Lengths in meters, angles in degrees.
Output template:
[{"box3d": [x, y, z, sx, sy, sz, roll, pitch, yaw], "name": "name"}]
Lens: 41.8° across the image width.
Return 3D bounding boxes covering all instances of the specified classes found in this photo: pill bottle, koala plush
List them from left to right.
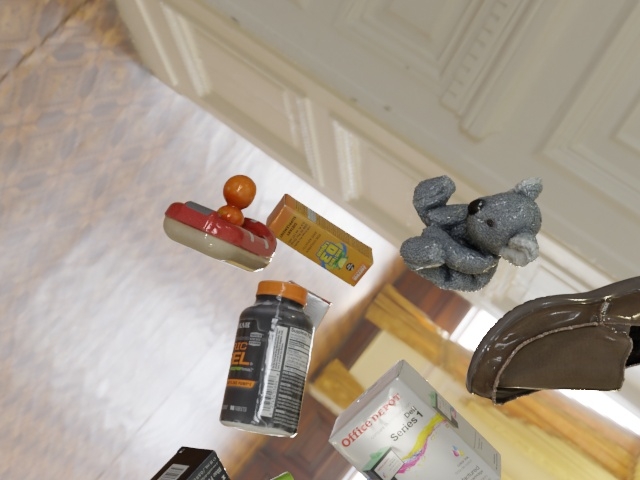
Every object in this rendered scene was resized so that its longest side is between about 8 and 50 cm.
[{"box3d": [-0.082, 0.192, 1.383, 0.130, 0.130, 0.246, 67, 31, -71], "name": "pill bottle"}, {"box3d": [0.289, -0.018, 1.446, 0.221, 0.203, 0.196, -26, -142, 42], "name": "koala plush"}]

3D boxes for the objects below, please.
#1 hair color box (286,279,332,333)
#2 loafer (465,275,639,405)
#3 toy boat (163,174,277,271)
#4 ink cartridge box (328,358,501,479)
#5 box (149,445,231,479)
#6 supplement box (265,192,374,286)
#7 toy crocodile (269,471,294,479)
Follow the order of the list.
[{"box3d": [-0.059, 0.168, 1.558, 0.167, 0.093, 0.053, -61, 174, 2], "name": "hair color box"}, {"box3d": [0.376, 0.148, 1.178, 0.366, 0.130, 0.134, -18, 131, -18], "name": "loafer"}, {"box3d": [-0.153, -0.040, 1.428, 0.151, 0.151, 0.231, -67, 158, -3], "name": "toy boat"}, {"box3d": [0.184, 0.406, 1.640, 0.201, 0.278, 0.117, -46, 178, 15], "name": "ink cartridge box"}, {"box3d": [-0.226, 0.467, 1.443, 0.156, 0.093, 0.158, -43, 117, -43], "name": "box"}, {"box3d": [0.000, 0.000, 1.770, 0.078, 0.233, 0.080, -53, -164, 18], "name": "supplement box"}, {"box3d": [-0.063, 0.713, 1.956, 0.115, 0.340, 0.105, -5, 173, -28], "name": "toy crocodile"}]
